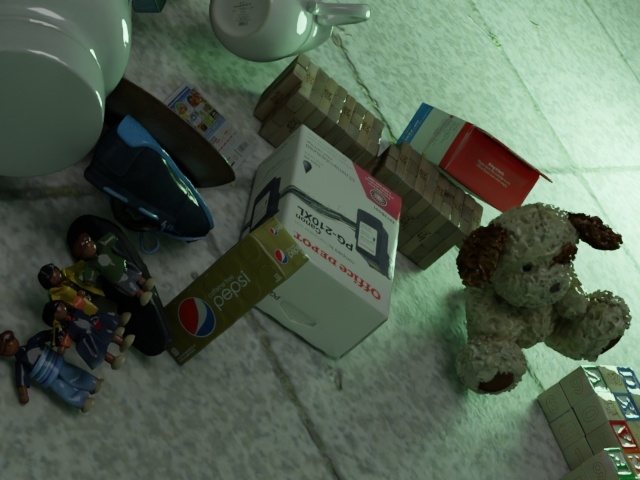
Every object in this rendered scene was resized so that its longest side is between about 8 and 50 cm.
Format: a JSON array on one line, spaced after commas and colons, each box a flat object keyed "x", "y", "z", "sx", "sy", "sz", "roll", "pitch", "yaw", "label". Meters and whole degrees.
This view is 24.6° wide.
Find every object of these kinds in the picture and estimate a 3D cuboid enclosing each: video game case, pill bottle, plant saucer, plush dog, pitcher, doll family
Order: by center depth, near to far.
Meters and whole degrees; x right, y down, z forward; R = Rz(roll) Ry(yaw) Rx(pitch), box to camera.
[{"x": -0.242, "y": 0.076, "z": 1.429, "sx": 0.111, "sy": 0.076, "sz": 0.193, "roll": 37, "pitch": 41, "yaw": -22, "label": "doll family"}, {"x": -0.314, "y": -0.271, "z": 1.564, "sx": 0.229, "sy": 0.229, "sz": 0.408, "roll": 26, "pitch": 39, "yaw": -32, "label": "pill bottle"}, {"x": -0.184, "y": -0.116, "z": 1.655, "sx": 0.198, "sy": 0.036, "sz": 0.198, "roll": 36, "pitch": -10, "yaw": 7, "label": "plant saucer"}, {"x": -0.143, "y": -0.139, "z": 1.836, "sx": 0.122, "sy": 0.011, "sz": 0.087, "roll": 45, "pitch": 33, "yaw": -7, "label": "video game case"}, {"x": 0.268, "y": 0.046, "z": 1.922, "sx": 0.262, "sy": 0.225, "sz": 0.211, "roll": -15, "pitch": 45, "yaw": -23, "label": "plush dog"}, {"x": -0.040, "y": -0.299, "z": 1.935, "sx": 0.207, "sy": 0.177, "sz": 0.126, "roll": -2, "pitch": 83, "yaw": -69, "label": "pitcher"}]

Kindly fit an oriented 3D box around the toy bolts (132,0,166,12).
[{"x": -0.241, "y": -0.356, "z": 1.875, "sx": 0.218, "sy": 0.158, "sz": 0.228, "roll": 74, "pitch": -8, "yaw": -51, "label": "toy bolts"}]

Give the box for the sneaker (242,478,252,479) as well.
[{"x": -0.020, "y": 0.309, "z": 1.448, "sx": 0.212, "sy": 0.094, "sz": 0.080, "roll": 37, "pitch": 33, "yaw": -20, "label": "sneaker"}]

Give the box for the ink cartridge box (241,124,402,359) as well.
[{"x": 0.000, "y": 0.000, "z": 1.781, "sx": 0.172, "sy": 0.100, "sz": 0.237, "roll": 36, "pitch": 35, "yaw": -20, "label": "ink cartridge box"}]

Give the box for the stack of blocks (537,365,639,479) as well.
[{"x": 0.403, "y": 0.315, "z": 1.955, "sx": 0.171, "sy": 0.087, "sz": 0.297, "roll": 8, "pitch": 51, "yaw": -46, "label": "stack of blocks"}]

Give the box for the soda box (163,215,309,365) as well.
[{"x": -0.098, "y": 0.053, "z": 1.533, "sx": 0.061, "sy": 0.181, "sz": 0.058, "roll": 51, "pitch": 32, "yaw": 1, "label": "soda box"}]

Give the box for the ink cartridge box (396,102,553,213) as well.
[{"x": 0.215, "y": -0.111, "z": 2.073, "sx": 0.134, "sy": 0.078, "sz": 0.231, "roll": 33, "pitch": 2, "yaw": -24, "label": "ink cartridge box"}]

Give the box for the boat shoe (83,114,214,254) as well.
[{"x": -0.193, "y": -0.055, "z": 1.575, "sx": 0.109, "sy": 0.089, "sz": 0.258, "roll": 44, "pitch": -6, "yaw": 28, "label": "boat shoe"}]

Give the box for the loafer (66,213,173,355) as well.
[{"x": -0.197, "y": 0.044, "z": 1.540, "sx": 0.061, "sy": 0.062, "sz": 0.170, "roll": -6, "pitch": 62, "yaw": -60, "label": "loafer"}]

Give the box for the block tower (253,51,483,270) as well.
[{"x": 0.065, "y": -0.098, "z": 1.971, "sx": 0.335, "sy": 0.097, "sz": 0.091, "roll": 38, "pitch": 34, "yaw": -14, "label": "block tower"}]
